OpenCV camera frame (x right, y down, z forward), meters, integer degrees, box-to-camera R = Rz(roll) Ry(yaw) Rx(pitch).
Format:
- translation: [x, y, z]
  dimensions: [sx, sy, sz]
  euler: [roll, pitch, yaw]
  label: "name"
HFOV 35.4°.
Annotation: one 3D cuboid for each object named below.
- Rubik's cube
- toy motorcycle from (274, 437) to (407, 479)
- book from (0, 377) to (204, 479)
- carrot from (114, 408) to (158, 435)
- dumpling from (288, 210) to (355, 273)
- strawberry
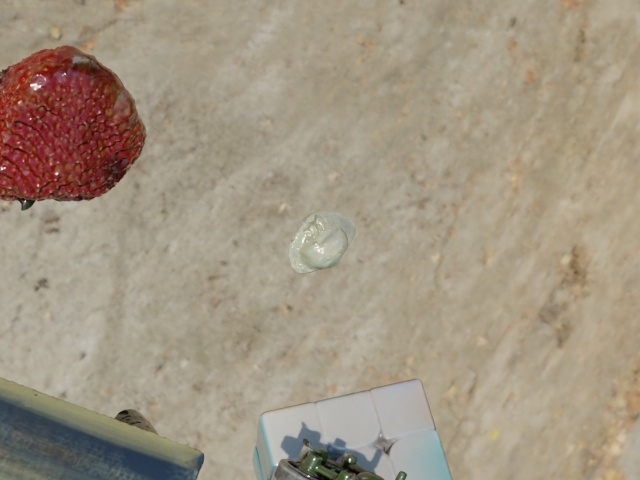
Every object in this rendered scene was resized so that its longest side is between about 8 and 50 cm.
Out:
- translation: [0.056, 0.440, 1.730]
  dimensions: [0.291, 0.290, 0.291]
  euler: [-10, 155, -12]
  label: "Rubik's cube"
- translation: [-0.006, 0.352, 1.223]
  dimensions: [0.205, 0.127, 0.275]
  euler: [-66, 159, -3]
  label: "toy motorcycle"
- translation: [-0.218, 0.211, 0.573]
  dimensions: [0.322, 0.228, 0.018]
  euler: [-70, -179, -49]
  label: "book"
- translation: [-0.268, 0.305, 1.450]
  dimensions: [0.082, 0.173, 0.082]
  euler: [-4, 101, -22]
  label: "carrot"
- translation: [0.001, 0.001, 1.144]
  dimensions: [0.076, 0.052, 0.057]
  euler: [-18, 135, 14]
  label: "dumpling"
- translation: [-0.470, -0.218, 1.809]
  dimensions: [0.312, 0.267, 0.351]
  euler: [4, 147, -28]
  label: "strawberry"
